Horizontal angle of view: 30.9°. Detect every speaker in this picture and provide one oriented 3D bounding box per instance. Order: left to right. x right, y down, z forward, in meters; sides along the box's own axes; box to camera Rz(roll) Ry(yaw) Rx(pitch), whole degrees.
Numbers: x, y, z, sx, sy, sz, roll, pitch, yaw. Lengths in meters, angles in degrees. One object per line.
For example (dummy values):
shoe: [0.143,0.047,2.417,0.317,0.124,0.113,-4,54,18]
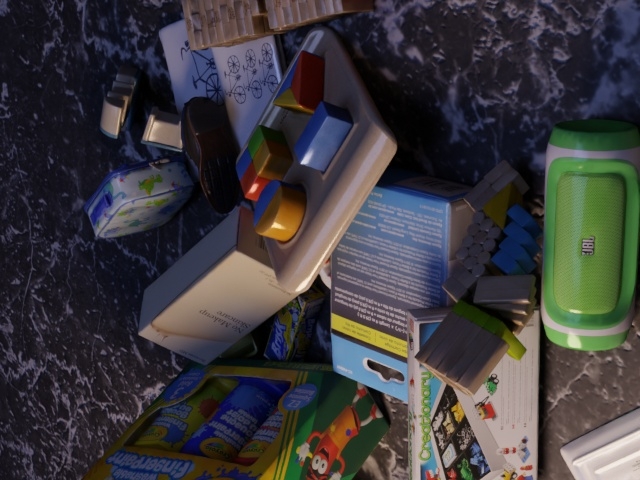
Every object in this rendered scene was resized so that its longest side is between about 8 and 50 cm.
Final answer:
speaker: [0.364,-0.008,1.556,0.131,0.131,0.296,14,111,44]

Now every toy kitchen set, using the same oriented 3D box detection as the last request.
toy kitchen set: [-0.336,-0.234,2.260,0.166,0.207,0.122,12,119,-4]

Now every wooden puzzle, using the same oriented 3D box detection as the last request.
wooden puzzle: [-0.036,-0.140,1.853,0.322,0.080,0.348,-57,36,26]

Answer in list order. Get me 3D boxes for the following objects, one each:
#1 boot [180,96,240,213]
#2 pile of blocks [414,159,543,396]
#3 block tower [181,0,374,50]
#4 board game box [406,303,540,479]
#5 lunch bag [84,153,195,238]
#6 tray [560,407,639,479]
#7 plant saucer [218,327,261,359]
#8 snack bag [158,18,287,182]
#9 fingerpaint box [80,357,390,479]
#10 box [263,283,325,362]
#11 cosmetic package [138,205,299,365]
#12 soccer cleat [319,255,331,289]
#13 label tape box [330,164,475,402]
boot: [-0.203,-0.161,2.125,0.106,0.082,0.219,-150,47,-68]
pile of blocks: [0.257,0.065,1.621,0.149,0.112,0.362,-1,59,37]
block tower: [-0.075,-0.388,1.906,0.335,0.097,0.091,-5,97,38]
board game box: [0.229,0.245,1.729,0.053,0.193,0.305,-127,34,-72]
lunch bag: [-0.355,-0.083,2.247,0.219,0.176,0.090,-40,70,57]
tray: [0.456,0.315,1.624,0.270,0.030,0.145,-41,73,45]
plant saucer: [-0.191,0.153,2.253,0.188,0.045,0.188,-32,78,47]
snack bag: [-0.177,-0.281,2.117,0.343,0.037,0.323,-7,96,48]
fingerpaint box: [-0.166,0.383,2.026,0.445,0.371,0.163,-3,126,47]
box: [-0.048,0.156,2.094,0.059,0.054,0.169,40,127,32]
cosmetic package: [-0.173,0.085,2.058,0.309,0.160,0.113,-40,34,37]
soccer cleat: [0.000,0.000,1.997,0.196,0.068,0.076,67,152,9]
label tape box: [0.138,0.070,1.831,0.249,0.115,0.347,17,116,44]
